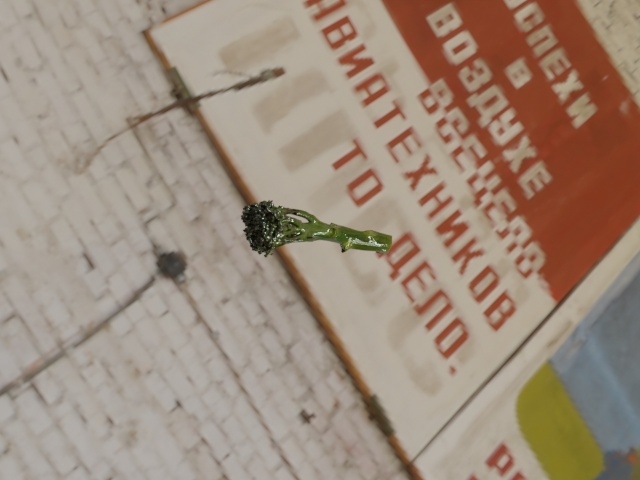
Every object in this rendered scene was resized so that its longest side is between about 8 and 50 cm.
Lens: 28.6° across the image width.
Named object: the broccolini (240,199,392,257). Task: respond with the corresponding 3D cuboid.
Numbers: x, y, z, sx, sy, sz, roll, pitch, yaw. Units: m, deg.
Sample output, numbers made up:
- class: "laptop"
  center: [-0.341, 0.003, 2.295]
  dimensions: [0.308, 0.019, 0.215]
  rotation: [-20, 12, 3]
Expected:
- class: "broccolini"
  center: [0.001, 0.001, 1.476]
  dimensions: [0.067, 0.216, 0.058]
  rotation: [-21, -117, 44]
